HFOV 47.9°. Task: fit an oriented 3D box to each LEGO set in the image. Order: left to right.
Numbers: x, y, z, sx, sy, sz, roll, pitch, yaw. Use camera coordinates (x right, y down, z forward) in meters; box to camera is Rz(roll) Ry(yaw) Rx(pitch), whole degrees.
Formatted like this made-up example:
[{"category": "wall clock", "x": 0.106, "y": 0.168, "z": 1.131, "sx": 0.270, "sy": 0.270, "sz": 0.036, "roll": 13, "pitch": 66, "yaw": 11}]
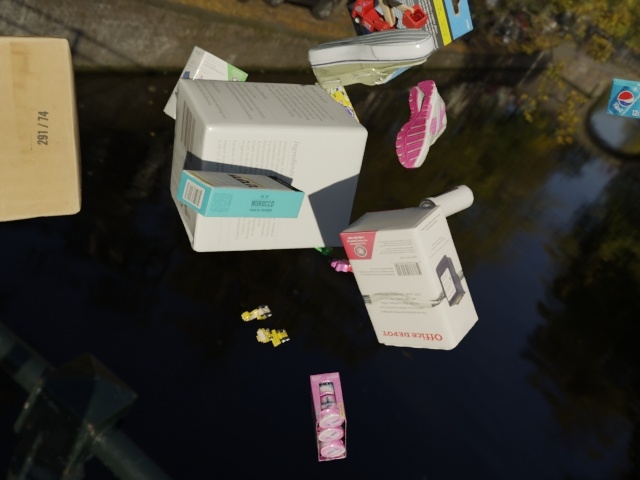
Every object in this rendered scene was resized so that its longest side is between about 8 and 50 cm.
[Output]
[{"category": "LEGO set", "x": 0.000, "y": 0.000, "z": 1.968, "sx": 0.227, "sy": 0.087, "sz": 0.093, "roll": 30, "pitch": 17, "yaw": 27}]

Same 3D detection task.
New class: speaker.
[{"category": "speaker", "x": 0.273, "y": -0.080, "z": 1.564, "sx": 0.136, "sy": 0.055, "sz": 0.055, "roll": -21, "pitch": 57, "yaw": -41}]

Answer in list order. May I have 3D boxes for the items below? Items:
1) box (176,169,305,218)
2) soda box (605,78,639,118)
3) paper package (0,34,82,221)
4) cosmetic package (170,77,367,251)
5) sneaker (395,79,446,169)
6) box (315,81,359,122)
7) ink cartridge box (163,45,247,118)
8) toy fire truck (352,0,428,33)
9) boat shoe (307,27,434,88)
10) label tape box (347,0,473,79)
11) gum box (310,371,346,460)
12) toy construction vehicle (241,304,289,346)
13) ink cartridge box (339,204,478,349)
[{"category": "box", "x": -0.153, "y": -0.089, "z": 1.415, "sx": 0.100, "sy": 0.060, "sz": 0.244, "roll": 31, "pitch": 21, "yaw": 38}, {"category": "soda box", "x": 0.631, "y": -0.269, "z": 1.389, "sx": 0.071, "sy": 0.067, "sz": 0.210, "roll": 20, "pitch": 19, "yaw": 41}, {"category": "paper package", "x": -0.596, "y": -0.201, "z": 1.296, "sx": 0.309, "sy": 0.325, "sz": 0.168, "roll": -7, "pitch": 18, "yaw": -23}, {"category": "cosmetic package", "x": -0.144, "y": -0.193, "z": 1.800, "sx": 0.393, "sy": 0.328, "sz": 0.329, "roll": -2, "pitch": 30, "yaw": -22}, {"category": "sneaker", "x": 0.290, "y": -0.303, "z": 1.964, "sx": 0.103, "sy": 0.252, "sz": 0.111, "roll": 5, "pitch": -18, "yaw": 47}, {"category": "box", "x": 0.051, "y": -0.417, "z": 2.190, "sx": 0.054, "sy": 0.059, "sz": 0.169, "roll": 15, "pitch": -42, "yaw": 56}, {"category": "ink cartridge box", "x": -0.331, "y": -0.425, "z": 2.078, "sx": 0.154, "sy": 0.213, "sz": 0.093, "roll": 23, "pitch": 10, "yaw": -39}, {"category": "toy fire truck", "x": 0.161, "y": -0.541, "z": 1.729, "sx": 0.047, "sy": 0.135, "sz": 0.192, "roll": -40, "pitch": 74, "yaw": -22}, {"category": "boat shoe", "x": 0.106, "y": -0.366, "z": 1.466, "sx": 0.302, "sy": 0.094, "sz": 0.109, "roll": 8, "pitch": 37, "yaw": 43}, {"category": "label tape box", "x": 0.274, "y": -0.669, "z": 2.172, "sx": 0.106, "sy": 0.333, "sz": 0.241, "roll": 53, "pitch": -7, "yaw": 45}, {"category": "gum box", "x": 0.017, "y": 0.368, "z": 1.508, "sx": 0.062, "sy": 0.188, "sz": 0.107, "roll": -7, "pitch": 49, "yaw": -4}, {"category": "toy construction vehicle", "x": -0.113, "y": 0.176, "z": 1.453, "sx": 0.086, "sy": 0.035, "sz": 0.098, "roll": 61, "pitch": 22, "yaw": 12}, {"category": "ink cartridge box", "x": 0.160, "y": 0.068, "z": 1.300, "sx": 0.100, "sy": 0.171, "sz": 0.237, "roll": -37, "pitch": 114, "yaw": -41}]
